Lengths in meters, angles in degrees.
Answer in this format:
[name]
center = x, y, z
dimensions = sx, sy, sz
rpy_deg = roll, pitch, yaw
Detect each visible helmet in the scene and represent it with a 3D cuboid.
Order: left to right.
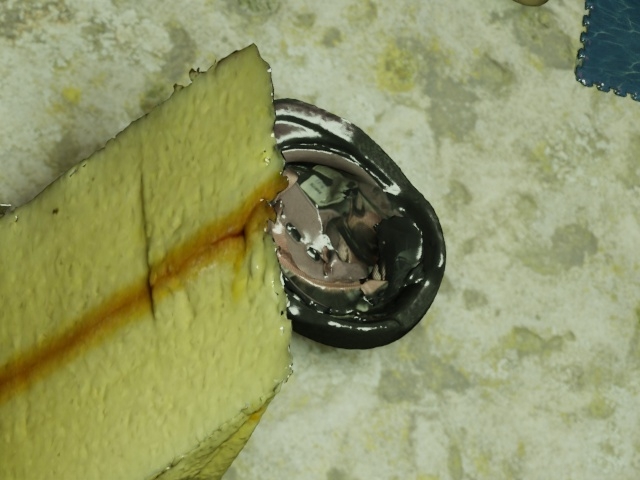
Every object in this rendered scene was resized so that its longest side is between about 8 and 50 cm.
[helmet]
center = 0.000, 0.000, 1.719
dimensions = 0.253, 0.154, 0.198
rpy_deg = 36, 67, 8

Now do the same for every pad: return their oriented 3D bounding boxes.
[pad]
center = 0.426, -0.264, 1.972
dimensions = 0.269, 0.012, 0.269
rpy_deg = 13, 73, -11

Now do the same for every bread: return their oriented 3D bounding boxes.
[bread]
center = -0.184, 0.076, 1.562
dimensions = 0.242, 0.405, 0.346
rpy_deg = -6, 65, -27

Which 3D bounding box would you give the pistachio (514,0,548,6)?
[pistachio]
center = 0.213, -0.360, 1.889
dimensions = 0.135, 0.136, 0.226
rpy_deg = 0, 68, -15
